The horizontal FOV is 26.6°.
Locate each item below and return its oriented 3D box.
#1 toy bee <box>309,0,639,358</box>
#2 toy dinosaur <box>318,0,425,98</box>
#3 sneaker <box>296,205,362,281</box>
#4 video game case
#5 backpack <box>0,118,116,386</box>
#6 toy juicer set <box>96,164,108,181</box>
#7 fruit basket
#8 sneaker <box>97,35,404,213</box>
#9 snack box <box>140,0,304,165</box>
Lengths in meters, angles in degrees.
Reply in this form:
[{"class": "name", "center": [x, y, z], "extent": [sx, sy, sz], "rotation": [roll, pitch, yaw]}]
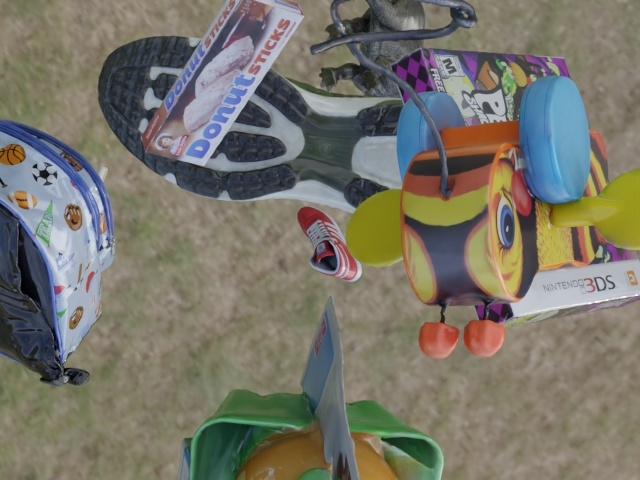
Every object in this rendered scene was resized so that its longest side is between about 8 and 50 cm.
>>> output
[{"class": "toy bee", "center": [0.083, -0.012, 0.755], "extent": [0.298, 0.195, 0.162], "rotation": [10, 78, -39]}, {"class": "toy dinosaur", "center": [0.088, -0.264, 1.794], "extent": [0.160, 0.121, 0.313], "rotation": [-6, 87, -48]}, {"class": "sneaker", "center": [0.000, 0.000, 1.660], "extent": [0.042, 0.118, 0.067], "rotation": [-46, 157, 16]}, {"class": "video game case", "center": [0.171, -0.047, 1.131], "extent": [0.210, 0.232, 0.042], "rotation": [-4, 162, -47]}, {"class": "backpack", "center": [-0.345, -0.010, 1.457], "extent": [0.263, 0.277, 0.213], "rotation": [99, 15, -54]}, {"class": "toy juicer set", "center": [-0.439, 0.025, 1.832], "extent": [0.329, 0.209, 0.089], "rotation": [-22, 141, 25]}, {"class": "fruit basket", "center": [-0.022, 0.238, 0.781], "extent": [0.165, 0.353, 0.327], "rotation": [8, 108, 0]}, {"class": "sneaker", "center": [-0.036, -0.110, 1.442], "extent": [0.410, 0.182, 0.158], "rotation": [17, 96, -7]}, {"class": "snack box", "center": [-0.087, -0.140, 1.169], "extent": [0.064, 0.022, 0.178], "rotation": [11, 129, -36]}]
